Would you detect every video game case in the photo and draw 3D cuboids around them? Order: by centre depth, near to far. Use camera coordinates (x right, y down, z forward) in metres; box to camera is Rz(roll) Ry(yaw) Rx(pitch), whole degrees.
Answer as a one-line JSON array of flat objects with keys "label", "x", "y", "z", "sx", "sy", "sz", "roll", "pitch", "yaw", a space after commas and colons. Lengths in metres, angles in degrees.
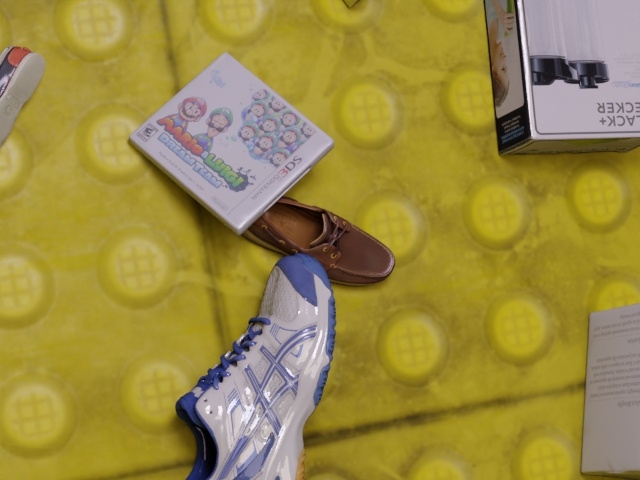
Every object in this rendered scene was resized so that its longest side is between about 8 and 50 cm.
[{"label": "video game case", "x": -0.090, "y": -0.101, "z": 1.730, "sx": 0.157, "sy": 0.019, "sz": 0.143, "roll": 40, "pitch": 69, "yaw": 16}]

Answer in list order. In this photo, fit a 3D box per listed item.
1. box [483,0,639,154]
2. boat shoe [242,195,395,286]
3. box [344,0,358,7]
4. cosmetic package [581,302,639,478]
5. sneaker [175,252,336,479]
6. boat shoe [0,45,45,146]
[{"label": "box", "x": 0.275, "y": -0.243, "z": 1.877, "sx": 0.169, "sy": 0.087, "sz": 0.290, "roll": -1, "pitch": 82, "yaw": -20}, {"label": "boat shoe", "x": 0.000, "y": -0.001, "z": 1.756, "sx": 0.178, "sy": 0.060, "sz": 0.064, "roll": 23, "pitch": 75, "yaw": -15}, {"label": "box", "x": 0.094, "y": -0.358, "z": 1.846, "sx": 0.232, "sy": 0.058, "sz": 0.087, "roll": -41, "pitch": 95, "yaw": -21}, {"label": "cosmetic package", "x": 0.383, "y": 0.167, "z": 1.818, "sx": 0.151, "sy": 0.151, "sz": 0.184, "roll": 8, "pitch": 80, "yaw": -19}, {"label": "sneaker", "x": -0.071, "y": 0.148, "z": 1.681, "sx": 0.131, "sy": 0.112, "sz": 0.296, "roll": 15, "pitch": 76, "yaw": -16}, {"label": "boat shoe", "x": -0.324, "y": -0.133, "z": 1.672, "sx": 0.043, "sy": 0.049, "sz": 0.137, "roll": 22, "pitch": 73, "yaw": 29}]
